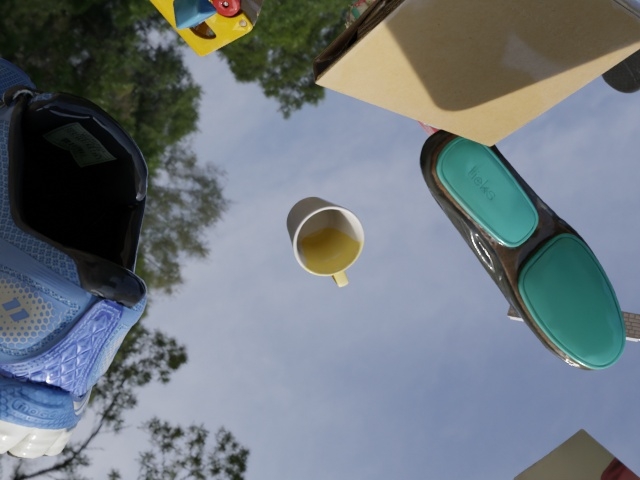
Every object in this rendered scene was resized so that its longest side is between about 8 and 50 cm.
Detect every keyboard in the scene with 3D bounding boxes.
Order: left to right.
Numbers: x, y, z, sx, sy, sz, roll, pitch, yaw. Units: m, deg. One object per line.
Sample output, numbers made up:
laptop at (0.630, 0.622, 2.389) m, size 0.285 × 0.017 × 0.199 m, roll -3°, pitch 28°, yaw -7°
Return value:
keyboard at (0.513, 0.153, 1.435) m, size 0.256 × 0.014 × 0.072 m, roll 9°, pitch -134°, yaw 22°

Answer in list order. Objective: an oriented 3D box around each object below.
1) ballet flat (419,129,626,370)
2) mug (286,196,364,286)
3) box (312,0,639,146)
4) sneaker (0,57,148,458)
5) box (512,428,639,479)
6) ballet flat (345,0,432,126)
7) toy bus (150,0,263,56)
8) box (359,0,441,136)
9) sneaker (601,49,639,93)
ballet flat at (0.194, 0.003, 0.693) m, size 0.095 × 0.280 × 0.096 m, roll -38°, pitch -170°, yaw -3°
mug at (-0.003, -0.002, 0.625) m, size 0.064 × 0.062 × 0.078 m, roll -131°, pitch -131°, yaw -64°
box at (0.120, -0.137, 0.508) m, size 0.164 × 0.201 × 0.021 m, roll -35°, pitch -123°, yaw 41°
sneaker at (-0.173, -0.034, 0.448) m, size 0.147 × 0.130 × 0.330 m, roll -45°, pitch -133°, yaw 12°
box at (0.313, 0.347, 0.757) m, size 0.127 × 0.148 × 0.232 m, roll -23°, pitch -133°, yaw -28°
ballet flat at (0.108, -0.219, 0.864) m, size 0.091 × 0.241 × 0.077 m, roll -37°, pitch -123°, yaw 15°
toy bus at (-0.144, -0.283, 0.701) m, size 0.104 × 0.191 × 0.202 m, roll -19°, pitch -95°, yaw 30°
box at (0.199, -0.333, 1.231) m, size 0.154 × 0.142 × 0.299 m, roll -18°, pitch -121°, yaw -22°
sneaker at (0.489, -0.302, 0.937) m, size 0.145 × 0.090 × 0.270 m, roll -52°, pitch -177°, yaw -13°
